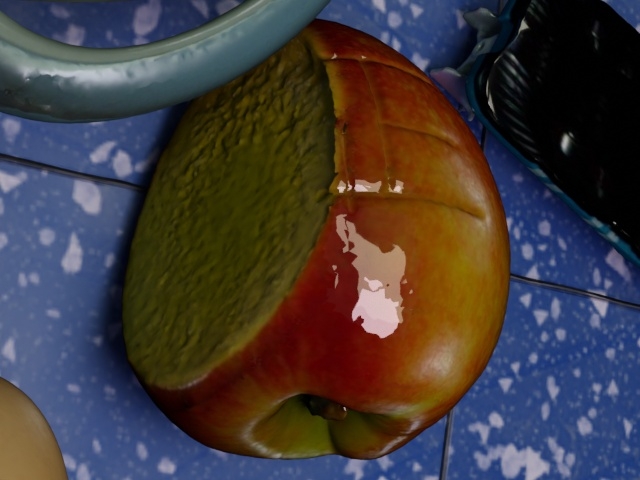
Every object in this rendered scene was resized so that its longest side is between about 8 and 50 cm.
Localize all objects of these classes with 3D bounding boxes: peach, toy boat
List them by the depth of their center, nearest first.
[{"bbox_3d":[0.000,0.000,1.167,0.245,0.249,0.274,36,50,-61],"label":"peach"},{"bbox_3d":[0.218,-0.065,1.378,0.299,0.092,0.134,40,70,-25],"label":"toy boat"}]

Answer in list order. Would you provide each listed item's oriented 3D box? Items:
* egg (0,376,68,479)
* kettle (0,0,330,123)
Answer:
[{"bbox_3d":[-0.239,0.176,1.017,0.201,0.201,0.244,44,55,-21],"label":"egg"},{"bbox_3d":[-0.132,-0.226,1.079,0.342,0.247,0.319,-17,73,-23],"label":"kettle"}]
